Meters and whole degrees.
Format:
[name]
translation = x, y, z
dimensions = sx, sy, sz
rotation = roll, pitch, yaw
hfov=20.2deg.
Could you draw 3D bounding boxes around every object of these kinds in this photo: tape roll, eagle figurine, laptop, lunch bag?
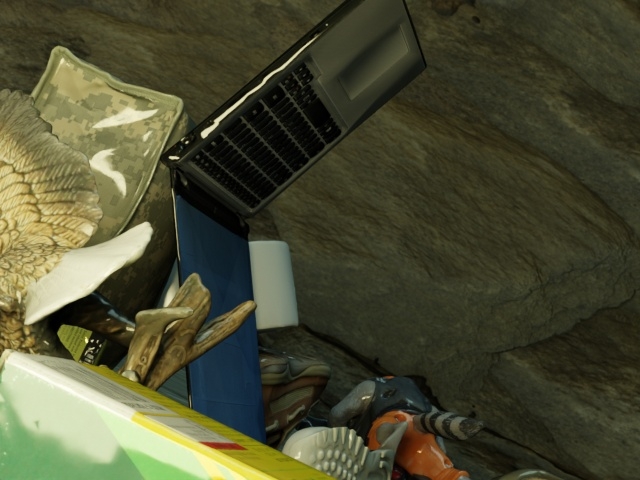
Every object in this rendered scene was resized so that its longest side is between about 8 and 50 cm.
[tape roll]
translation = -0.169, 0.069, 2.034
dimensions = 0.286, 0.100, 0.286
rotation = -8, -5, -1
[eagle figurine]
translation = -0.231, 0.027, 1.225
dimensions = 0.298, 0.225, 0.226
rotation = 36, 10, 13
[laptop]
translation = 0.000, 0.000, 1.704
dimensions = 0.236, 0.408, 0.382
rotation = 50, 1, 9
[lunch bag]
translation = -0.230, -0.004, 1.711
dimensions = 0.169, 0.287, 0.235
rotation = 23, -7, 11

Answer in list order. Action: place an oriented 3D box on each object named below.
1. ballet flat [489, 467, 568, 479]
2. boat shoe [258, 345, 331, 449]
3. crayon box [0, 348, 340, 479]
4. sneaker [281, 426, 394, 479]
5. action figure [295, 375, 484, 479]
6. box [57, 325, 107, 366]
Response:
[ballet flat]
translation = 0.251, 0.257, 1.529
dimensions = 0.280, 0.095, 0.096
rotation = 27, -14, -20
[boat shoe]
translation = -0.074, 0.186, 2.123
dimensions = 0.123, 0.116, 0.324
rotation = 11, -2, 19
[crayon box]
translation = -0.018, 0.164, 0.958
dimensions = 0.319, 0.081, 0.202
rotation = 24, -3, 11
[sneaker]
translation = -0.003, 0.222, 1.711
dimensions = 0.095, 0.090, 0.235
rotation = 11, -12, 20
[action figure]
translation = 0.158, 0.289, 2.546
dimensions = 0.341, 0.178, 0.330
rotation = 24, 7, -21
[box]
translation = -0.290, 0.061, 1.442
dimensions = 0.232, 0.087, 0.058
rotation = 24, -5, -4
